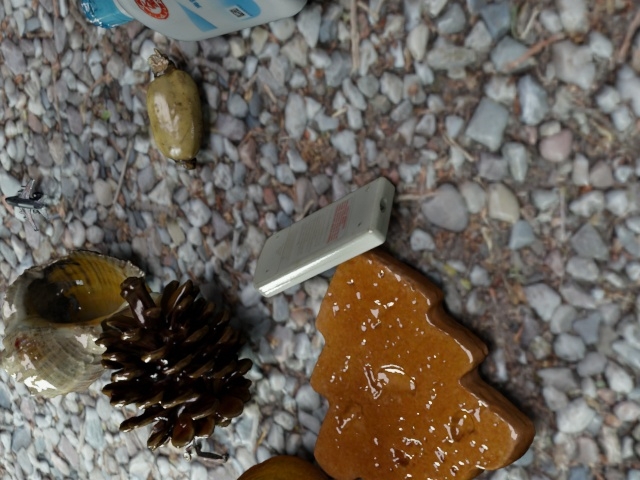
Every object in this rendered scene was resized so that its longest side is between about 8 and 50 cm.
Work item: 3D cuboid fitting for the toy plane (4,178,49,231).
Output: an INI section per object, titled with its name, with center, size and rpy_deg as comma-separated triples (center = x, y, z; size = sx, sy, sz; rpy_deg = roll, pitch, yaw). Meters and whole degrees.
[toy plane]
center = -0.428, -0.054, 1.266
size = 0.083, 0.031, 0.078
rpy_deg = 12, 108, 32

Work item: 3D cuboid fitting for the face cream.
[face cream]
center = -0.162, -0.290, 0.952
size = 0.337, 0.080, 0.163
rpy_deg = 3, 145, 48

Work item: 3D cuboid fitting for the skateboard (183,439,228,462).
[skateboard]
center = -0.155, 0.256, 1.157
size = 0.064, 0.032, 0.083
rpy_deg = 4, 106, 24

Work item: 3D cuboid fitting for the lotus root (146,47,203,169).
[lotus root]
center = -0.177, -0.158, 1.046
size = 0.072, 0.063, 0.152
rpy_deg = -4, 103, 46

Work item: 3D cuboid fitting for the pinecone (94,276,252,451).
[pinecone]
center = -0.183, 0.144, 1.058
size = 0.185, 0.168, 0.212
rpy_deg = -29, 83, 13

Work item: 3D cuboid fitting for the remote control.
[remote control]
center = 0.000, 0.000, 0.951
size = 0.190, 0.087, 0.029
rpy_deg = -27, 123, 36

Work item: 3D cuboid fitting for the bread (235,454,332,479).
[bread]
center = -0.061, 0.383, 1.050
size = 0.195, 0.143, 0.269
rpy_deg = 44, 120, 16

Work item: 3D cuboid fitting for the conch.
[conch]
center = -0.324, 0.105, 1.165
size = 0.245, 0.163, 0.178
rpy_deg = -23, 106, 8

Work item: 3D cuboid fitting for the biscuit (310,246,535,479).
[biscuit]
center = 0.086, 0.145, 0.949
size = 0.284, 0.043, 0.306
rpy_deg = -15, 90, 40
